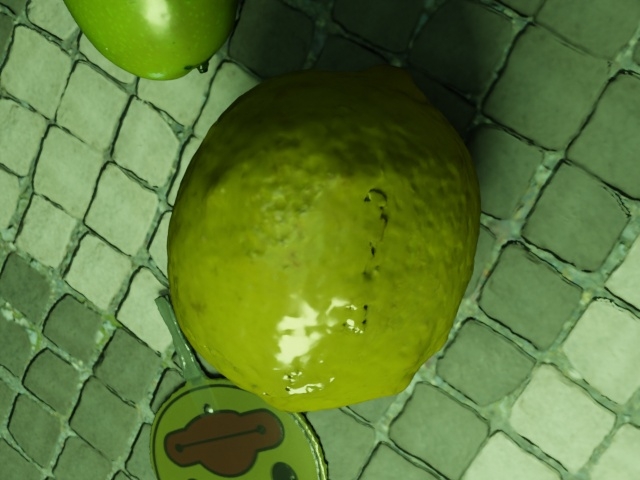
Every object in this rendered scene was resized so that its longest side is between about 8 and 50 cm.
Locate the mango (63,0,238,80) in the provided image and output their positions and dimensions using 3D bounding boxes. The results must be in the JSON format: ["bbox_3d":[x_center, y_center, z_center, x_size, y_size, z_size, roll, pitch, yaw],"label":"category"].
[{"bbox_3d":[-0.175,-0.277,0.683,0.175,0.143,0.293,-2,128,37],"label":"mango"}]

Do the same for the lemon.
[{"bbox_3d":[0.001,-0.002,0.645,0.260,0.260,0.284,38,120,12],"label":"lemon"}]

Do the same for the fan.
[{"bbox_3d":[-0.111,0.215,0.873,0.230,0.011,0.334,-19,95,26],"label":"fan"}]
